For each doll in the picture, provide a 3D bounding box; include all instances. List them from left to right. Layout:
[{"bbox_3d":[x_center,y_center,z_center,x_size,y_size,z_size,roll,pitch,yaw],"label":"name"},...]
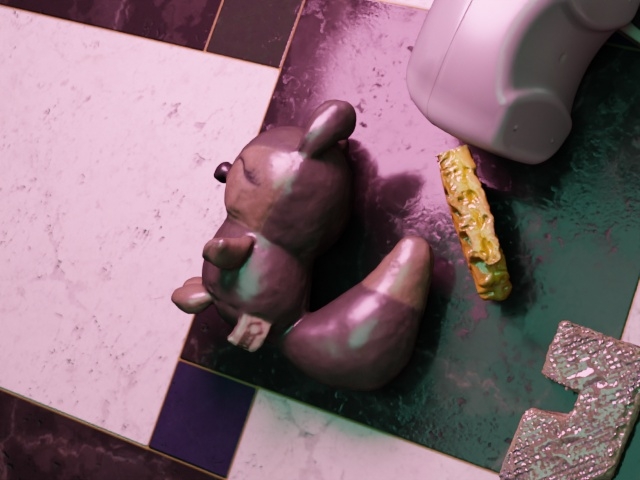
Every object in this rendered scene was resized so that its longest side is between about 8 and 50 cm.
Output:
[{"bbox_3d":[0.003,0.000,1.695,0.379,0.252,0.382,30,92,-8],"label":"doll"}]

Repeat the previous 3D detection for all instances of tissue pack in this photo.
[{"bbox_3d":[0.269,-0.295,1.601,0.236,0.229,0.333,37,108,36],"label":"tissue pack"}]

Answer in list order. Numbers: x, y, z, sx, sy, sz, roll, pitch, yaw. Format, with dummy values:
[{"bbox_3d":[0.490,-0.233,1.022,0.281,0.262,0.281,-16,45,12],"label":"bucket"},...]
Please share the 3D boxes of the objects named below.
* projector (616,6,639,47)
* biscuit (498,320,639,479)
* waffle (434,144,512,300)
[{"bbox_3d":[0.539,-0.378,1.613,0.259,0.079,0.257,43,102,28],"label":"projector"},{"bbox_3d":[0.353,0.242,1.561,0.147,0.046,0.250,22,86,24],"label":"biscuit"},{"bbox_3d":[0.222,-0.012,1.613,0.055,0.160,0.211,-18,75,6],"label":"waffle"}]
